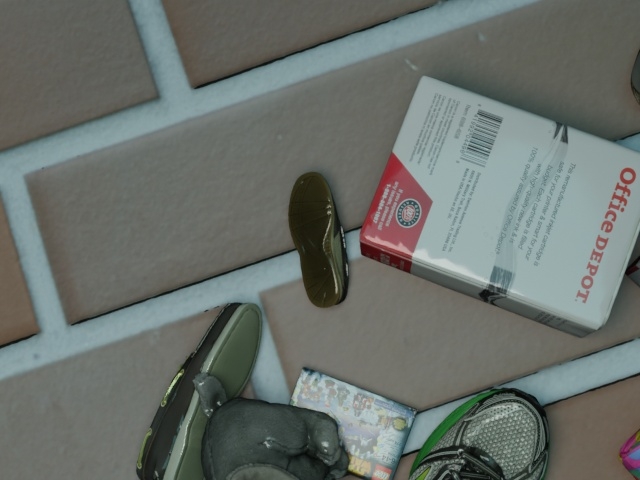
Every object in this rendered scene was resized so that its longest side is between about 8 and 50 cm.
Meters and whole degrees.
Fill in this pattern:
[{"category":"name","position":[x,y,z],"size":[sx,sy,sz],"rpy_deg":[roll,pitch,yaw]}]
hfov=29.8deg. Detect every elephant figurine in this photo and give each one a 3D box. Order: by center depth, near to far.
[{"category":"elephant figurine","position":[-0.062,0.281,1.201],"size":[0.185,0.169,0.239],"rpy_deg":[6,40,13]}]

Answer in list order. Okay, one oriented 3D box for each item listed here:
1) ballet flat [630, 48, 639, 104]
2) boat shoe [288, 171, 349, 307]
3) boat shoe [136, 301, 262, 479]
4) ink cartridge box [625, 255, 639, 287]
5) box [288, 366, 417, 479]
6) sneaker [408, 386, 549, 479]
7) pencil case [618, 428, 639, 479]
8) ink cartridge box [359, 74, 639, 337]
[{"category":"ballet flat","position":[0.421,-0.256,1.370],"size":[0.084,0.058,0.250],"rpy_deg":[20,76,28]},{"category":"boat shoe","position":[0.000,0.000,1.351],"size":[0.056,0.049,0.152],"rpy_deg":[-7,85,21]},{"category":"boat shoe","position":[-0.135,0.167,1.316],"size":[0.068,0.081,0.228],"rpy_deg":[16,79,35]},{"category":"ink cartridge box","position":[0.441,0.007,1.285],"size":[0.176,0.128,0.127],"rpy_deg":[-45,82,-5]},{"category":"box","position":[0.028,0.206,1.327],"size":[0.137,0.027,0.094],"rpy_deg":[20,84,6]},{"category":"sneaker","position":[0.127,0.304,1.248],"size":[0.134,0.146,0.344],"rpy_deg":[35,84,8]},{"category":"pencil case","position":[0.420,0.278,1.262],"size":[0.104,0.104,0.236],"rpy_deg":[-38,83,-3]},{"category":"ink cartridge box","position":[0.202,-0.033,1.311],"size":[0.272,0.114,0.197],"rpy_deg":[21,82,7]}]
